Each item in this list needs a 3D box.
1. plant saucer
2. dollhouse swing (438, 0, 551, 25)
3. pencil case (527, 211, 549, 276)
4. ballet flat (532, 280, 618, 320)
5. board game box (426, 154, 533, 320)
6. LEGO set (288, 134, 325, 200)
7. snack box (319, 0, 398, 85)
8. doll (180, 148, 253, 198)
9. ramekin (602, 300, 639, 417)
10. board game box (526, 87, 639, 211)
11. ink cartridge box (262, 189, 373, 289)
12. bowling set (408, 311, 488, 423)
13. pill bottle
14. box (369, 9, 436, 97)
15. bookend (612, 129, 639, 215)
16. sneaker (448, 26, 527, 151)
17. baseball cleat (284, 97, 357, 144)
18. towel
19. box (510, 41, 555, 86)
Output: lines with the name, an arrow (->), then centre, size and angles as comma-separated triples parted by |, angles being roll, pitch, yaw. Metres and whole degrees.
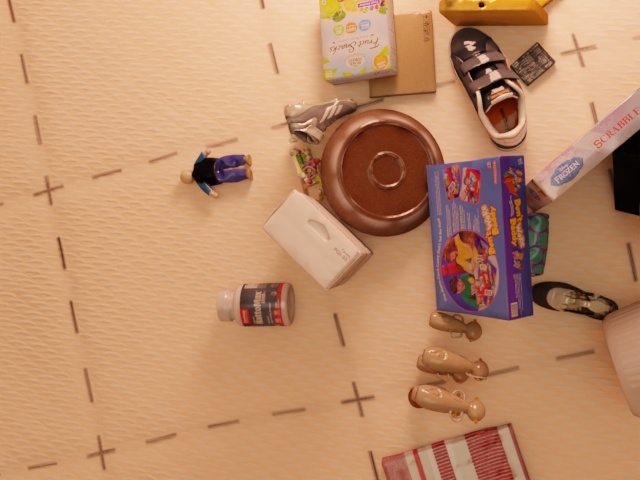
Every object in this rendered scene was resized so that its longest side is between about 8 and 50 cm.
plant saucer -> 0.155, -0.165, 1.662 | 0.310, 0.050, 0.311 | 0, 88, -8
dollhouse swing -> 0.390, -0.696, 1.547 | 0.315, 0.305, 0.347 | 3, 89, 10
pencil case -> 0.497, 0.009, 1.638 | 0.070, 0.064, 0.152 | 6, 90, -8
ballet flat -> 0.590, 0.140, 1.618 | 0.203, 0.074, 0.074 | 14, 92, 10
board game box -> 0.353, -0.008, 1.568 | 0.078, 0.233, 0.347 | -7, 94, -32
LEGO set -> 0.015, -0.160, 1.702 | 0.132, 0.107, 0.287 | -43, 82, 7
snack box -> 0.092, -0.497, 1.695 | 0.174, 0.070, 0.207 | -5, 89, 24
doll -> -0.269, -0.171, 1.782 | 0.189, 0.046, 0.129 | -6, 87, 9
ramekin -> 0.706, 0.260, 1.507 | 0.127, 0.273, 0.273 | -20, 86, 22
board game box -> 0.581, -0.197, 1.500 | 0.318, 0.318, 0.066 | -41, 82, 6
ink cartridge box -> 0.000, 0.000, 1.613 | 0.207, 0.283, 0.117 | 44, 96, 8
bowling set -> 0.300, 0.327, 1.638 | 0.154, 0.200, 0.287 | 16, 50, 5
pill bottle -> -0.160, 0.160, 1.728 | 0.180, 0.108, 0.108 | -3, 89, 10
box -> 0.197, -0.458, 1.718 | 0.164, 0.021, 0.201 | -3, 89, 10
bookend -> 0.738, -0.165, 1.581 | 0.157, 0.072, 0.156 | -36, 126, -27
sneaker -> 0.399, -0.369, 1.632 | 0.126, 0.127, 0.321 | -26, 84, 10
baseball cleat -> 0.006, -0.287, 1.686 | 0.205, 0.072, 0.109 | -11, 86, -29
towel -> 0.336, 0.594, 1.674 | 0.329, 0.037, 0.237 | -18, 84, 7
box -> 0.507, -0.421, 1.666 | 0.083, 0.018, 0.067 | -41, 83, 7
